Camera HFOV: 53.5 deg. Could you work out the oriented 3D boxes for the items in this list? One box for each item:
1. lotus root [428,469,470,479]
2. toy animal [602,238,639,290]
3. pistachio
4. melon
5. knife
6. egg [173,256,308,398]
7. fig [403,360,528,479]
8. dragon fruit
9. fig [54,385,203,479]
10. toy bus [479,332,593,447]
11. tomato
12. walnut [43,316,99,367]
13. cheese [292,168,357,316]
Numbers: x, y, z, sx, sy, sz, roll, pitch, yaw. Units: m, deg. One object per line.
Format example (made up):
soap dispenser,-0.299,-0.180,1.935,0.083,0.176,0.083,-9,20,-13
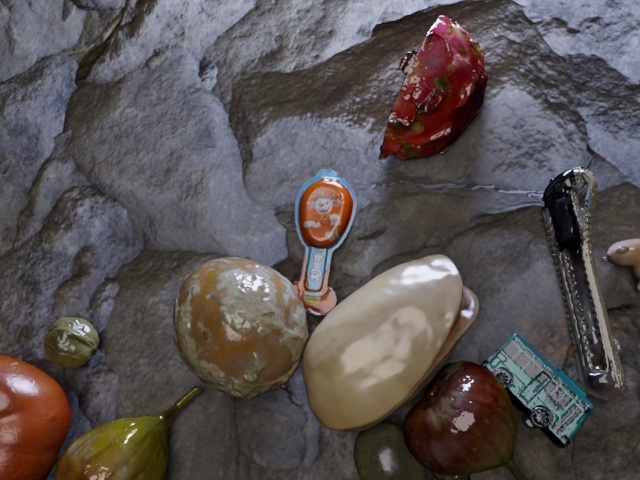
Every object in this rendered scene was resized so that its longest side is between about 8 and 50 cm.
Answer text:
lotus root,0.190,0.335,0.945,0.049,0.054,0.099,-44,72,19
toy animal,0.495,0.036,0.956,0.114,0.091,0.082,-7,89,6
pistachio,0.101,0.153,0.929,0.299,0.187,0.187,-43,74,-3
melon,0.103,0.331,0.937,0.098,0.098,0.130,-32,79,0
knife,0.403,0.060,0.974,0.089,0.043,0.365,-18,71,44
egg,-0.124,0.125,0.971,0.203,0.203,0.245,-42,50,-3
fig,0.217,0.276,0.901,0.143,0.230,0.160,14,61,48
dragon fruit,0.198,-0.246,1.032,0.126,0.161,0.274,26,80,17
fig,-0.285,0.322,0.995,0.159,0.159,0.257,41,68,16
toy bus,0.319,0.220,0.940,0.092,0.079,0.160,-43,72,-5
tomato,-0.524,0.300,1.002,0.260,0.180,0.259,-3,76,11
walnut,-0.420,0.171,1.071,0.092,0.092,0.092,-2,76,9
cheese,0.000,0.000,1.066,0.106,0.037,0.256,6,76,12
